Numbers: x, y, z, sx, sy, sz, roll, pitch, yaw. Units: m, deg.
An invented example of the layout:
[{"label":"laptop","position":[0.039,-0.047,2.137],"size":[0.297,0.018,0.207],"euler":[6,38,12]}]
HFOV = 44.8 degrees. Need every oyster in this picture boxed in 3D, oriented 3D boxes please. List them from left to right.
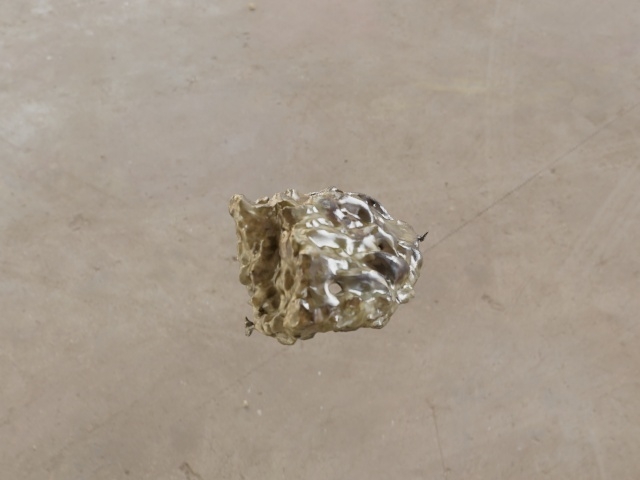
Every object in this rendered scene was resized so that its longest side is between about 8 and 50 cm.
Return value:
[{"label":"oyster","position":[0.001,0.004,0.410],"size":[0.106,0.056,0.177],"euler":[12,25,9]}]
